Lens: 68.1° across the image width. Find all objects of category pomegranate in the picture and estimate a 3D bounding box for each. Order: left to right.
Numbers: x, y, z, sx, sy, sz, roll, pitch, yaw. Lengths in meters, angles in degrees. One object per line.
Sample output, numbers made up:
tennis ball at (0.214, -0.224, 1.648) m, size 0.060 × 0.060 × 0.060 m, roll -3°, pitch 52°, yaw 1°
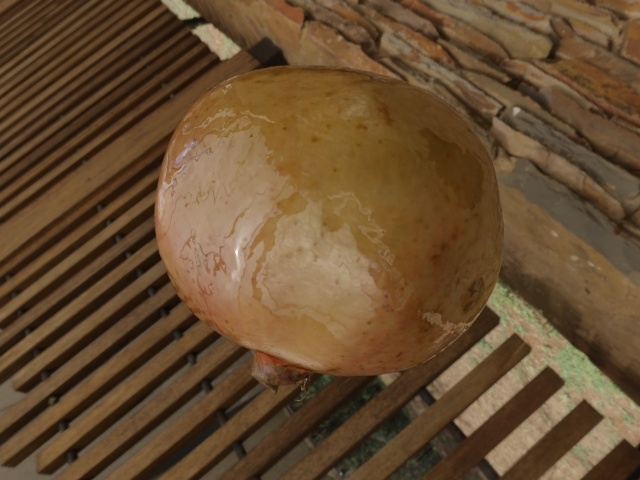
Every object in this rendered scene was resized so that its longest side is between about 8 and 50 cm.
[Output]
pomegranate at (0.000, 0.000, 0.474) m, size 0.338 × 0.338 × 0.338 m, roll 50°, pitch 175°, yaw 6°
